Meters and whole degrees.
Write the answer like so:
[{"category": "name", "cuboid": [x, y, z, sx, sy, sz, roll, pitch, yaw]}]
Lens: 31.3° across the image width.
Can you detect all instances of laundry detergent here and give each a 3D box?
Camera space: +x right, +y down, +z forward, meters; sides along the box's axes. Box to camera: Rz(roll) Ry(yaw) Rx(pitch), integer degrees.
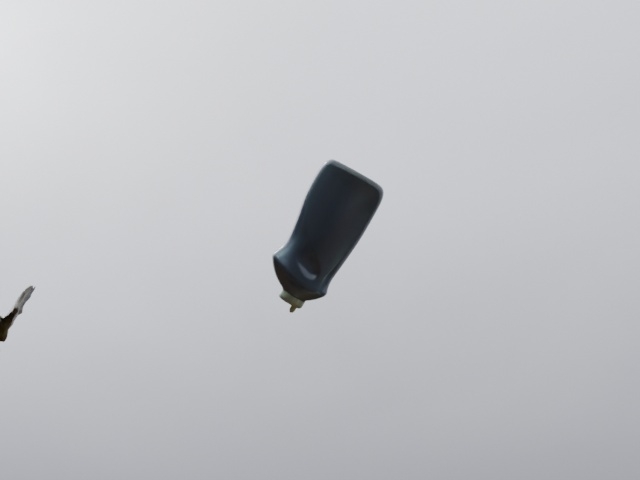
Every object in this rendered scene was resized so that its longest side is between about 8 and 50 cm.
[{"category": "laundry detergent", "cuboid": [0.000, 0.000, 1.519, 0.096, 0.206, 0.061, 28, 0, -3]}]

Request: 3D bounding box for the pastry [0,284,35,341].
[{"category": "pastry", "cuboid": [-0.271, 0.109, 0.571, 0.136, 0.330, 0.330, 6, -26, 9]}]
